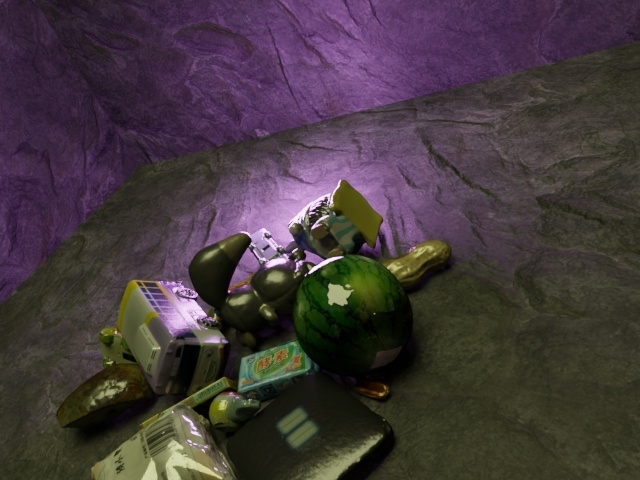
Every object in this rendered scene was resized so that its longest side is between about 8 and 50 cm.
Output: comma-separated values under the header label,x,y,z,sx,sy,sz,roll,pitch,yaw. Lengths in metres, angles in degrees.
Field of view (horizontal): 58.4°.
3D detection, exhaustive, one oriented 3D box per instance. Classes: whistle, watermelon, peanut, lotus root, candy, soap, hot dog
label,x,y,z,sx,sy,sz,roll,pitch,yaw
whistle,-0.237,0.471,1.616,0.223,0.123,0.123,-37,15,46
watermelon,0.084,0.208,1.621,0.363,0.363,0.363,-19,31,12
peanut,0.307,0.081,1.866,0.274,0.111,0.125,-30,35,-6
lotus root,-0.726,0.508,1.903,0.314,0.142,0.210,-35,53,-3
candy,-0.328,0.223,2.118,0.297,0.081,0.187,-40,13,-19
soap,-0.126,0.393,1.737,0.293,0.077,0.156,-20,31,9
hot dog,0.140,0.406,1.566,0.122,0.037,0.049,3,52,47

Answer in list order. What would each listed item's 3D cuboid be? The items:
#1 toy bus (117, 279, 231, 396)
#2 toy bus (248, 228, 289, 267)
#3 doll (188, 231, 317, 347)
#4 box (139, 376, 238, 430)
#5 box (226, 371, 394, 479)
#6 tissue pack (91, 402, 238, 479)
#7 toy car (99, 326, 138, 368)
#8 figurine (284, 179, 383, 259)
label,x,y,z,sx,sy,sz,roll,pitch,yaw
toy bus,-0.494,0.312,1.881,0.249,0.209,0.440,8,19,-39
toy bus,-0.190,0.071,2.224,0.109,0.136,0.329,-33,31,-8
doll,-0.202,0.131,1.910,0.382,0.379,0.252,-43,32,-10
box,-0.382,0.499,1.707,0.278,0.153,0.041,-29,71,-6
box,-0.035,0.521,1.463,0.359,0.091,0.350,-37,33,-19
tissue pack,-0.408,0.634,1.463,0.390,0.195,0.375,-31,35,-9
toy car,-0.680,0.380,2.118,0.235,0.145,0.235,1,18,0
figurine,0.000,0.000,2.122,0.377,0.266,0.361,-33,6,37
